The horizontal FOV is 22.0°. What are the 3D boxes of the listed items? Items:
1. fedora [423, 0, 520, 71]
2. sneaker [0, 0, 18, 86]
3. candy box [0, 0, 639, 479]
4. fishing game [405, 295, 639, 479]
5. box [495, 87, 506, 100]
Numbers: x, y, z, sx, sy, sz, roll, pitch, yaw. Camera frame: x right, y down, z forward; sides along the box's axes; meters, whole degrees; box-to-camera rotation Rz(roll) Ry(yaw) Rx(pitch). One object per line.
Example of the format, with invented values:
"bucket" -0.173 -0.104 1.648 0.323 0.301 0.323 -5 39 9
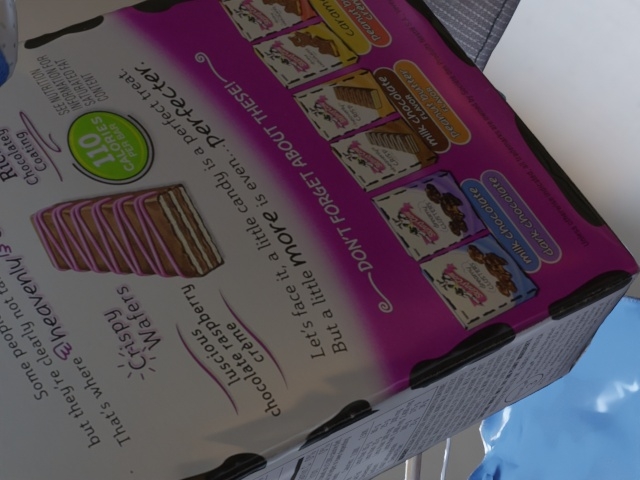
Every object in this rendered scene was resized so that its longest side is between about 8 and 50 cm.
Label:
"fedora" 0.040 -0.161 0.688 0.244 0.124 0.275 -16 -60 -85
"sneaker" -0.201 -0.017 0.262 0.323 0.236 0.130 -45 -15 -38
"candy box" -0.044 0.010 0.503 0.233 0.159 0.071 -23 -26 -28
"fishing game" 0.140 0.118 0.707 0.041 0.264 0.189 2 -92 -47
"box" 0.000 0.000 0.883 0.060 0.100 0.244 -15 -42 -48
